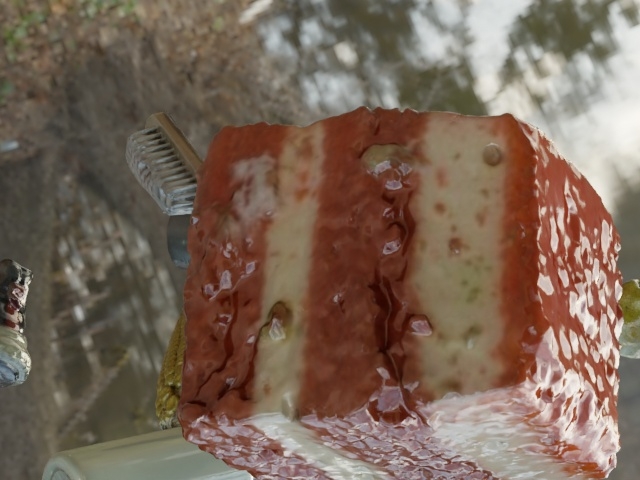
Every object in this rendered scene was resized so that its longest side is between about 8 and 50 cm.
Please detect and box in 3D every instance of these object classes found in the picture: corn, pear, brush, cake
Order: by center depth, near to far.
[{"bbox_3d":[0.069,0.056,1.147,0.319,0.270,0.270,-7,154,24],"label":"cake"},{"bbox_3d":[-0.126,-0.021,1.527,0.065,0.327,0.070,-19,143,-29],"label":"brush"},{"bbox_3d":[-0.144,0.153,1.785,0.119,0.119,0.322,-24,-150,13],"label":"corn"},{"bbox_3d":[0.514,0.134,2.247,0.141,0.104,0.141,-24,141,-21],"label":"pear"}]

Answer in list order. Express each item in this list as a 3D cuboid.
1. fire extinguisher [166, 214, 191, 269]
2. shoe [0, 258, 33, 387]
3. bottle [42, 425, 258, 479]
[{"bbox_3d":[-0.004,-0.008,1.800,0.376,0.113,0.200,10,-138,34],"label":"fire extinguisher"},{"bbox_3d":[-0.342,0.079,1.310,0.227,0.112,0.099,-5,153,44],"label":"shoe"},{"bbox_3d":[-0.148,0.240,1.398,0.245,0.104,0.104,-7,163,-36],"label":"bottle"}]
